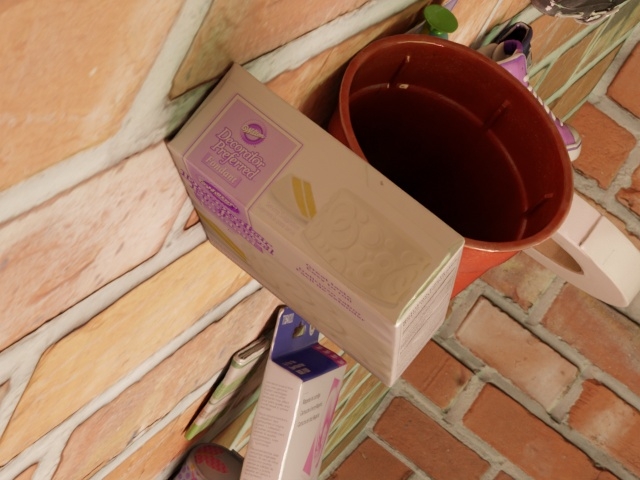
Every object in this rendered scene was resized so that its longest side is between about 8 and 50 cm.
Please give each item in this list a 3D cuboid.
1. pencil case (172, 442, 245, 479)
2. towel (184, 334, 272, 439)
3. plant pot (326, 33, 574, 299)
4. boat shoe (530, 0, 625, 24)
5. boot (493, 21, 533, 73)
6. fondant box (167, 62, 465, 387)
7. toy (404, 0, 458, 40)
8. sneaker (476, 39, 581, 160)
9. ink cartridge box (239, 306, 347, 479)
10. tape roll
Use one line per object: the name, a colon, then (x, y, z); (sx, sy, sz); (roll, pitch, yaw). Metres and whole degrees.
pencil case: (-0.203, 0.434, 2.235); (0.124, 0.113, 0.273); (-4, 132, -55)
towel: (-0.130, 0.202, 2.064); (0.152, 0.023, 0.113); (-55, 168, 23)
plant pot: (0.088, -0.034, 1.606); (0.272, 0.272, 0.265); (-44, 174, -42)
boat shoe: (0.393, -0.372, 2.197); (0.105, 0.113, 0.306); (-51, 169, 26)
boot: (0.242, -0.234, 2.150); (0.190, 0.069, 0.086); (-51, 156, -27)
fondant box: (0.000, 0.000, 1.318); (0.096, 0.238, 0.330); (-50, 170, -11)
toy: (0.099, -0.169, 1.711); (0.137, 0.056, 0.237); (-42, 165, -42)
sneaker: (0.289, -0.196, 2.097); (0.282, 0.102, 0.161); (2, 107, -46)
ink cartridge box: (-0.033, 0.258, 2.194); (0.324, 0.071, 0.330); (-4, 109, -78)
tape roll: (0.378, -0.030, 2.500); (0.072, 0.392, 0.392); (-52, 170, -5)
